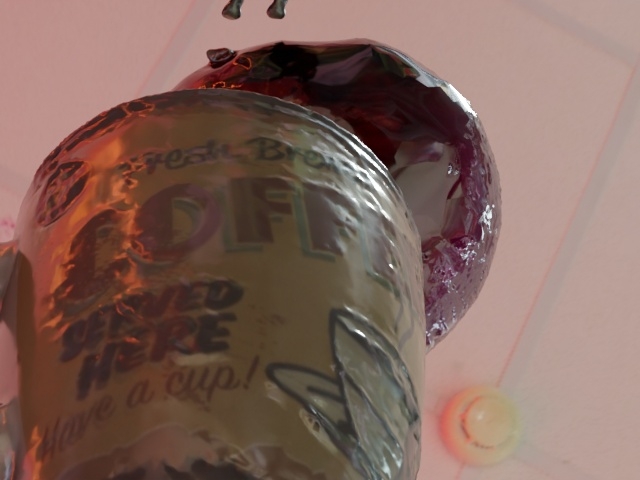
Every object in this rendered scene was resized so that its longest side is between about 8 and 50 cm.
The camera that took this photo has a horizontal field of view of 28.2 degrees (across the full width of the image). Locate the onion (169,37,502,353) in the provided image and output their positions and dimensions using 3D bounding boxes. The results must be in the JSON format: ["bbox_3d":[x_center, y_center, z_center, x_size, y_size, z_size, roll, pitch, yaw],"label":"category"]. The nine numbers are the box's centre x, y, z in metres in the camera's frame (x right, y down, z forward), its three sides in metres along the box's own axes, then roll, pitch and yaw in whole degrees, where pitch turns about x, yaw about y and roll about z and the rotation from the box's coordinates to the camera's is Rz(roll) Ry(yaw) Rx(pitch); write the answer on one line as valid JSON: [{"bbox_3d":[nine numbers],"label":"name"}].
[{"bbox_3d":[0.000,0.000,1.166,0.348,0.385,0.347,-6,-114,14],"label":"onion"}]

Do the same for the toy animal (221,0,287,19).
[{"bbox_3d":[-0.038,-0.288,1.120,0.073,0.217,0.176,13,-114,-2],"label":"toy animal"}]

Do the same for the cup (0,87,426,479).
[{"bbox_3d":[-0.089,0.069,0.589,0.301,0.227,0.257,15,-152,-10],"label":"cup"}]
